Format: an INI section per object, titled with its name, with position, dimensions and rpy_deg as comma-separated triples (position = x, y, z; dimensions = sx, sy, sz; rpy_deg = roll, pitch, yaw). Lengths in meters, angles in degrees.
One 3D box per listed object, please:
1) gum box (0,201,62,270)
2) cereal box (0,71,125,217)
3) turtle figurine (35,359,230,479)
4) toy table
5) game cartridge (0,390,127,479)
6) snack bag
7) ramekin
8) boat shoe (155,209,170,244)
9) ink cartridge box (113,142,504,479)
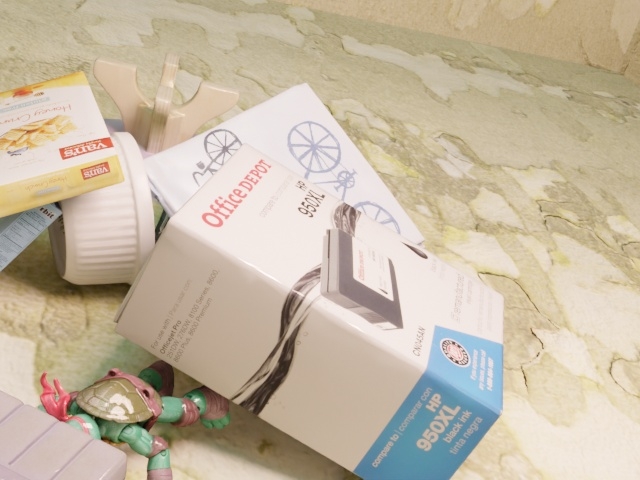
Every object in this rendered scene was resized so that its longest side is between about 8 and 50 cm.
[gum box]
position = -0.418, -0.022, 1.090
dimensions = 0.041, 0.184, 0.157
rpy_deg = 45, 4, -41
[cereal box]
position = -0.351, -0.123, 1.068
dimensions = 0.173, 0.047, 0.240
rpy_deg = -18, 39, -14
[turtle figurine]
position = -0.201, 0.189, 0.874
dimensions = 0.175, 0.118, 0.234
rpy_deg = 36, 24, 19
[toy table]
position = -0.289, -0.223, 1.544
dimensions = 0.274, 0.161, 0.252
rpy_deg = 5, 29, -21
[game cartridge]
position = -0.328, 0.234, 0.637
dimensions = 0.230, 0.068, 0.355
rpy_deg = 27, 30, 10
[snack bag]
position = -0.052, -0.044, 1.254
dimensions = 0.342, 0.037, 0.323
rpy_deg = -31, 81, -32
[ramekin]
position = -0.300, -0.037, 1.151
dimensions = 0.109, 0.207, 0.207
rpy_deg = -8, 35, -24
[boat shoe]
position = -0.193, -0.018, 1.273
dimensions = 0.116, 0.099, 0.319
rpy_deg = 13, 28, -8
[ink cartridge box]
position = 0.005, 0.083, 1.012
dimensions = 0.395, 0.166, 0.285
rpy_deg = 30, 25, -2
